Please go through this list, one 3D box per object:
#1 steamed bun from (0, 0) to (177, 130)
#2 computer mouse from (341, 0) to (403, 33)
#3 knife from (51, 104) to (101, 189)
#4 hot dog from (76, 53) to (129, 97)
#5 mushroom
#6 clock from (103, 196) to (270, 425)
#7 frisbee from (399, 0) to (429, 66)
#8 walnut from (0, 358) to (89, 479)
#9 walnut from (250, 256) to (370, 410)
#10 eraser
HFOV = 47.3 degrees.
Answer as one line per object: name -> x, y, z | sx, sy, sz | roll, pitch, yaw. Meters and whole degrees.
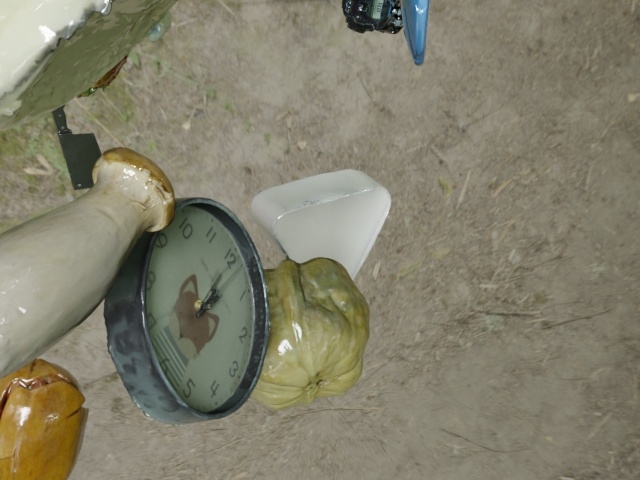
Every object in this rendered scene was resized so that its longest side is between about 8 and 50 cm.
steamed bun -> -0.283, -0.281, 0.657 | 0.334, 0.233, 0.312 | -31, 99, 7
computer mouse -> 0.147, -0.592, 1.846 | 0.242, 0.078, 0.146 | 33, 121, 42
knife -> -0.472, -0.188, 1.426 | 0.072, 0.019, 0.245 | -10, 54, -28
hot dog -> -0.340, -0.331, 1.211 | 0.104, 0.076, 0.250 | -5, 56, 45
mushroom -> -0.277, 0.025, 0.758 | 0.128, 0.128, 0.350 | 29, 47, 7
clock -> -0.176, 0.096, 1.036 | 0.067, 0.325, 0.325 | -7, 76, 25
frisbee -> 0.120, -0.342, 0.918 | 0.045, 0.242, 0.242 | 4, 77, 7
walnut -> -0.581, 0.404, 1.476 | 0.209, 0.209, 0.336 | 14, 98, 4
walnut -> -0.047, 0.169, 1.383 | 0.282, 0.253, 0.276 | -22, 55, 15
eraser -> 0.000, 0.000, 1.822 | 0.331, 0.331, 0.150 | -41, 40, -8
